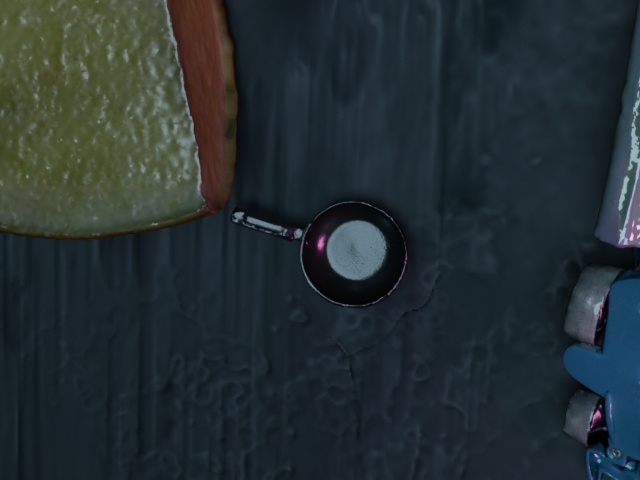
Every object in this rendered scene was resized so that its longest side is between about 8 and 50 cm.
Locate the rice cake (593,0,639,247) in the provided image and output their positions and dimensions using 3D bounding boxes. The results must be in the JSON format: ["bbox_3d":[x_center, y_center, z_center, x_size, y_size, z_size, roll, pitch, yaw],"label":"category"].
[{"bbox_3d":[0.253,-0.092,0.844,0.189,0.037,0.198,-1,105,-11],"label":"rice cake"}]

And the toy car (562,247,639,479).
[{"bbox_3d":[0.218,0.077,0.888,0.126,0.098,0.161,18,129,27],"label":"toy car"}]

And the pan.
[{"bbox_3d":[0.000,0.000,0.935,0.115,0.023,0.068,20,102,3],"label":"pan"}]

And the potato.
[{"bbox_3d":[-0.194,-0.128,0.907,0.255,0.112,0.269,-10,94,15],"label":"potato"}]
